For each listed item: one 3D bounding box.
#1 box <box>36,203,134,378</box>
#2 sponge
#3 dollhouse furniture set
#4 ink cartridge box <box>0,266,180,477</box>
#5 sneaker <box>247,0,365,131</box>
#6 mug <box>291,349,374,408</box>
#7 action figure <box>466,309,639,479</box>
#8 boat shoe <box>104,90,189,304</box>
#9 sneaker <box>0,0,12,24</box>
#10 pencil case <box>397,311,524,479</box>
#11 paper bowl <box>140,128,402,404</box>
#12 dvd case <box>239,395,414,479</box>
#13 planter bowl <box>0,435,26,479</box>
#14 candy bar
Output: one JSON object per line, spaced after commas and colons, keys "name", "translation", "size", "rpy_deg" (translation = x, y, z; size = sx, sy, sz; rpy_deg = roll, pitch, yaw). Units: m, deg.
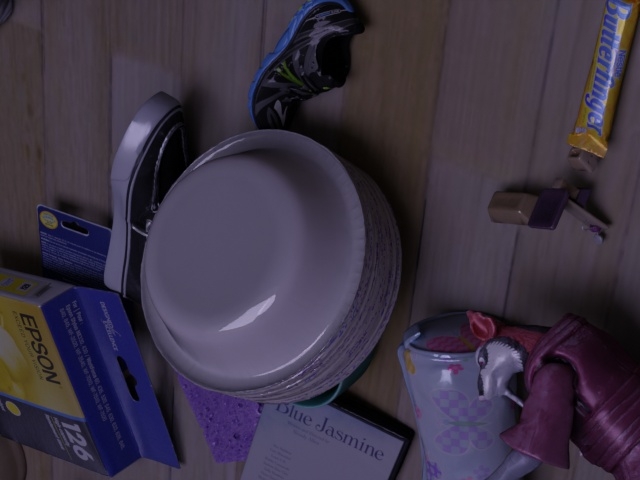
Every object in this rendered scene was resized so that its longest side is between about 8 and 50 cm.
{"name": "box", "translation": [-0.307, 0.063, 1.712], "size": [0.136, 0.036, 0.225], "rpy_deg": [19, 123, 28]}
{"name": "sponge", "translation": [-0.125, 0.180, 1.640], "size": [0.117, 0.031, 0.210], "rpy_deg": [-15, 102, 40]}
{"name": "dollhouse furniture set", "translation": [0.234, -0.038, 1.289], "size": [0.081, 0.091, 0.114], "rpy_deg": [31, 168, -30]}
{"name": "ink cartridge box", "translation": [-0.358, 0.177, 1.740], "size": [0.307, 0.072, 0.303], "rpy_deg": [12, 131, 35]}
{"name": "sneaker", "translation": [-0.016, -0.174, 1.366], "size": [0.078, 0.067, 0.188], "rpy_deg": [47, 128, 16]}
{"name": "mug", "translation": [0.008, 0.113, 1.467], "size": [0.158, 0.097, 0.129], "rpy_deg": [6, 114, 33]}
{"name": "action figure", "translation": [0.286, 0.172, 1.195], "size": [0.370, 0.248, 0.275], "rpy_deg": [40, 128, 11]}
{"name": "boat shoe", "translation": [-0.184, -0.033, 1.529], "size": [0.105, 0.113, 0.306], "rpy_deg": [28, 128, 14]}
{"name": "sneaker", "translation": [-0.429, -0.311, 1.545], "size": [0.268, 0.153, 0.101], "rpy_deg": [-30, 92, 41]}
{"name": "pencil case", "translation": [0.155, 0.213, 1.396], "size": [0.124, 0.113, 0.273], "rpy_deg": [0, 112, 17]}
{"name": "paper bowl", "translation": [-0.068, 0.022, 1.362], "size": [0.284, 0.148, 0.284], "rpy_deg": [-9, 71, 28]}
{"name": "dvd case", "translation": [-0.004, 0.286, 1.586], "size": [0.180, 0.022, 0.253], "rpy_deg": [25, 125, 11]}
{"name": "planter bowl", "translation": [-0.543, 0.338, 1.968], "size": [0.162, 0.109, 0.162], "rpy_deg": [16, 120, 30]}
{"name": "candy bar", "translation": [0.263, -0.157, 1.197], "size": [0.040, 0.018, 0.161], "rpy_deg": [23, 118, 27]}
